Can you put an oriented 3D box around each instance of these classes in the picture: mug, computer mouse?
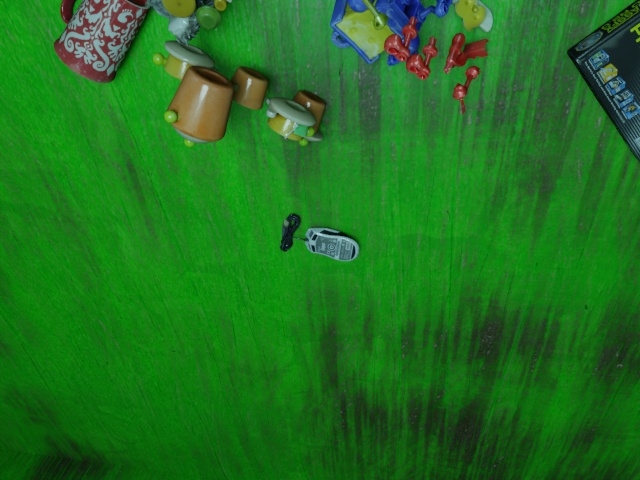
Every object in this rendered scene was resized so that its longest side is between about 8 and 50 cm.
[{"bbox_3d":[-0.408,-0.402,0.828,0.150,0.113,0.169,40,121,-19],"label":"mug"},{"bbox_3d":[0.000,0.000,1.085,0.192,0.042,0.106,15,123,8],"label":"computer mouse"}]

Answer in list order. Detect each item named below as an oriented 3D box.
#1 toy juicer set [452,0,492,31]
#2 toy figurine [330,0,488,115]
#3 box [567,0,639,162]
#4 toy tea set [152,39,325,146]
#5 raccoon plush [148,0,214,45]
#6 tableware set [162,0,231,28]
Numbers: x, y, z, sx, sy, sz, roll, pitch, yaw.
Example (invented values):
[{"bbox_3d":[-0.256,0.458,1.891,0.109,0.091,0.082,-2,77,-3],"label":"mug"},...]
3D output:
[{"bbox_3d":[0.221,-0.488,0.646,0.209,0.090,0.329,17,128,-1],"label":"toy juicer set"},{"bbox_3d":[0.071,-0.340,0.705,0.362,0.191,0.217,25,166,-39],"label":"toy figurine"},{"bbox_3d":[0.581,-0.276,0.747,0.216,0.060,0.270,-34,113,31],"label":"box"},{"bbox_3d":[-0.129,-0.219,0.806,0.335,0.200,0.124,12,123,-31],"label":"toy tea set"},{"bbox_3d":[-0.093,-0.453,0.668,0.446,0.216,0.299,9,135,8],"label":"raccoon plush"},{"bbox_3d":[-0.198,-0.368,0.640,0.154,0.024,0.104,21,140,-33],"label":"tableware set"}]
